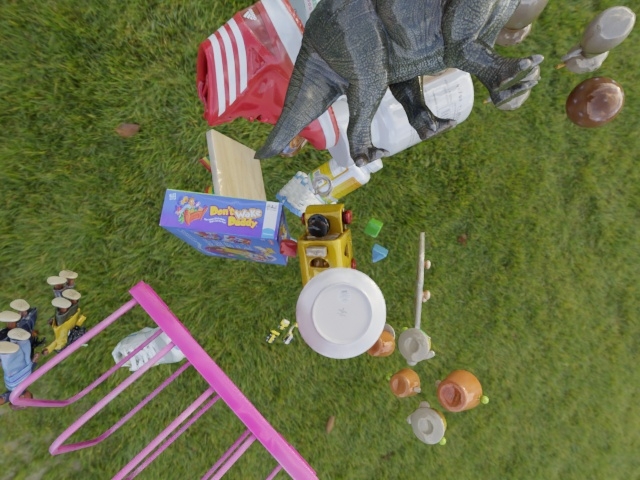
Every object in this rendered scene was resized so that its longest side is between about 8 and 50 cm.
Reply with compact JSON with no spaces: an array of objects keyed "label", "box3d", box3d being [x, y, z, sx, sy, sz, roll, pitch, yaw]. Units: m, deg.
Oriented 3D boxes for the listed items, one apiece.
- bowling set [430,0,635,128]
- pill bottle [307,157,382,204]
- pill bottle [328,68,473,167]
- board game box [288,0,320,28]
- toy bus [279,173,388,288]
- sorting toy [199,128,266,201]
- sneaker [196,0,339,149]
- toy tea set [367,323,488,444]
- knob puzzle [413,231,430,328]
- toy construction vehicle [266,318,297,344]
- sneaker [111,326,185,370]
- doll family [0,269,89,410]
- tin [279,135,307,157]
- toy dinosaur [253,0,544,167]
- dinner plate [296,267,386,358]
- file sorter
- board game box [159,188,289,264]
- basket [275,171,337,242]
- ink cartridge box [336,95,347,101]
[{"label":"bowling set","box3d":[0.267,-0.217,0.494,0.287,0.154,0.199,-19,91,20]},{"label":"pill bottle","box3d":[0.088,-0.238,1.428,0.246,0.136,0.136,-28,114,25]},{"label":"pill bottle","box3d":[0.119,-0.213,0.669,0.229,0.131,0.131,-27,110,-10]},{"label":"board game box","box3d":[0.075,-0.491,0.816,0.303,0.097,0.224,-36,145,-14]},{"label":"toy bus","box3d":[0.007,0.011,0.768,0.202,0.104,0.191,41,115,1]},{"label":"sorting toy","box3d":[-0.299,-0.202,1.367,0.089,0.255,0.257,-16,77,24]},{"label":"sneaker","box3d":[-0.061,-0.157,0.454,0.128,0.087,0.221,-25,153,4]},{"label":"toy tea set","box3d":[0.269,0.345,1.077,0.124,0.336,0.200,9,129,-51]},{"label":"knob puzzle","box3d":[0.227,0.079,0.895,0.030,0.213,0.213,4,106,12]},{"label":"toy construction vehicle","box3d":[-0.131,0.314,1.394,0.086,0.035,0.098,30,96,-28]},{"label":"sneaker","box3d":[-0.355,0.231,0.848,0.092,0.229,0.087,-31,98,-45]},{"label":"doll family","box3d":[-0.366,0.131,0.533,0.076,0.193,0.111,23,117,3]},{"label":"tin","box3d":[-0.102,-0.411,1.594,0.106,0.040,0.189,34,81,18]},{"label":"toy dinosaur","box3d":[0.063,-0.159,0.308,0.121,0.314,0.160,-23,90,-49]},{"label":"dinner plate","box3d":[0.033,0.112,0.623,0.141,0.017,0.141,0,86,-6]},{"label":"file sorter","box3d":[-0.180,0.236,0.497,0.291,0.202,0.182,45,68,9]},{"label":"board game box","box3d":[-0.199,-0.017,0.962,0.233,0.347,0.078,7,78,0]},{"label":"basket","box3d":[-0.076,-0.127,1.739,0.255,0.201,0.289,21,104,-47]},{"label":"ink cartridge box","box3d":[0.125,-0.591,1.401,0.261,0.066,0.296,-21,111,25]}]
